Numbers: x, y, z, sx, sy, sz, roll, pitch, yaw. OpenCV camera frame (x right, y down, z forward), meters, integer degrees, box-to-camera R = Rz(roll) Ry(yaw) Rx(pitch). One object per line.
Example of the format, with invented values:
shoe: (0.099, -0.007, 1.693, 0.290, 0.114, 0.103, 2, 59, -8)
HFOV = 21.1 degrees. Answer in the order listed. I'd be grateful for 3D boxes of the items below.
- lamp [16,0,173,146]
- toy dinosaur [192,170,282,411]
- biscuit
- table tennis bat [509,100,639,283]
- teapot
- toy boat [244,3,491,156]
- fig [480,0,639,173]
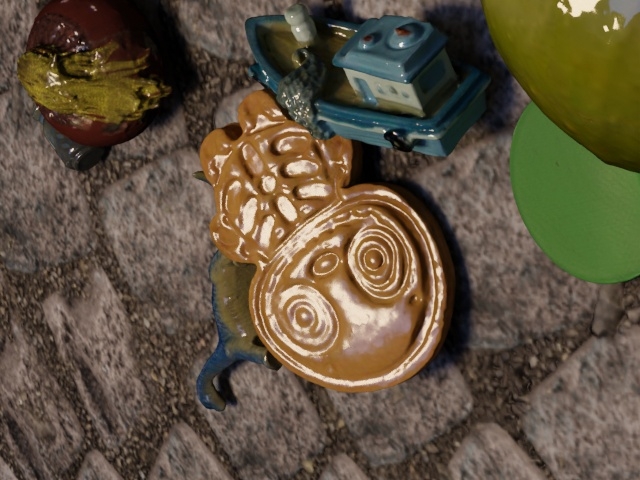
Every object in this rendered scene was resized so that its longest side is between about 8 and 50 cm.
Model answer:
lamp: (-0.227, -0.165, 1.658, 0.156, 0.135, 0.157, 60, 141, 11)
toy dinosaur: (-0.099, 0.051, 1.663, 0.188, 0.075, 0.247, -9, 106, 52)
biscuit: (0.000, 0.000, 1.506, 0.202, 0.044, 0.288, -36, 82, 28)
table tennis bat: (0.235, -0.050, 1.282, 0.257, 0.039, 0.160, -13, 96, 54)
teapot: (-0.256, -0.112, 1.788, 0.049, 0.063, 0.083, -43, 68, 14)
toy boat: (0.024, -0.144, 1.408, 0.238, 0.109, 0.098, 20, 150, 42)
fig: (0.237, -0.169, 1.059, 0.316, 0.316, 0.316, 21, 121, 41)
